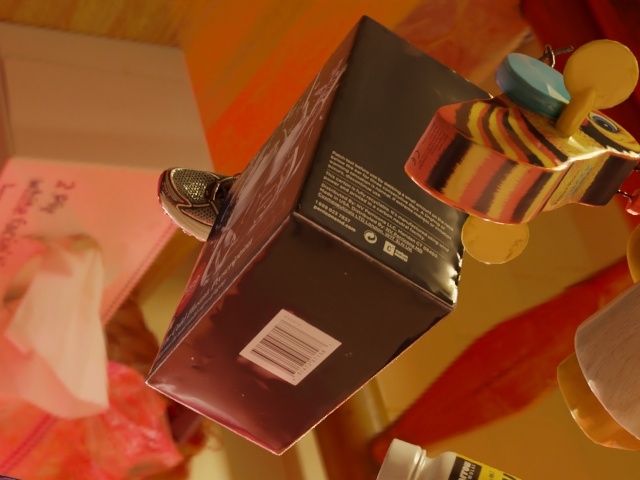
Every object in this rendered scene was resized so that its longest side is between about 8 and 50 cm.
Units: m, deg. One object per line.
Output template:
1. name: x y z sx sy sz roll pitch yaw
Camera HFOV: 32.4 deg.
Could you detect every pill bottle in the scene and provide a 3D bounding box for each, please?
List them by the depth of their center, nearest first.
1. pill bottle: 0.151 0.278 1.070 0.208 0.119 0.119 21 151 8

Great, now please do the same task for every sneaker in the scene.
1. sneaker: -0.090 -0.055 1.611 0.299 0.121 0.112 15 138 -4

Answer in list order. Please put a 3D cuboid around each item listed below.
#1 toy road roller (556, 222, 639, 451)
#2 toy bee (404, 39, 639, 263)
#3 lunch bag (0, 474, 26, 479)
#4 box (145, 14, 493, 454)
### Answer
1. toy road roller: 0.338 0.041 0.934 0.329 0.241 0.202 12 136 -41
2. toy bee: 0.196 -0.078 0.865 0.298 0.162 0.195 -44 164 -37
3. lunch bag: -0.161 0.194 0.473 0.176 0.090 0.219 10 -155 27
4. box: 0.000 0.000 1.171 0.179 0.313 0.343 31 135 -12
